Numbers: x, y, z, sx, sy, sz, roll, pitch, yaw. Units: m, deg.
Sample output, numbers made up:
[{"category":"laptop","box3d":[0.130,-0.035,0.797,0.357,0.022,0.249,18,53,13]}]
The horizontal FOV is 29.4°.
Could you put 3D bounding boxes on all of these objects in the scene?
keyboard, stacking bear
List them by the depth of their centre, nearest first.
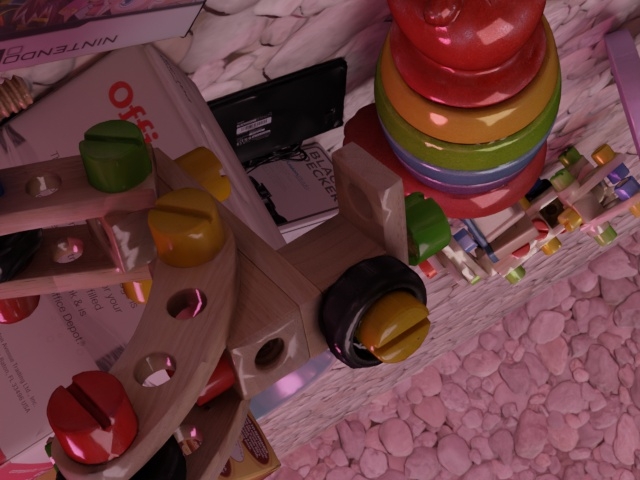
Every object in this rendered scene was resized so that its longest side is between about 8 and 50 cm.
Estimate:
[{"category":"stacking bear","box3d":[0.113,-0.144,0.965,0.175,0.164,0.289,-40,160,-11]},{"category":"keyboard","box3d":[-0.066,-0.097,1.034,0.192,0.038,0.100,-22,140,-26]}]

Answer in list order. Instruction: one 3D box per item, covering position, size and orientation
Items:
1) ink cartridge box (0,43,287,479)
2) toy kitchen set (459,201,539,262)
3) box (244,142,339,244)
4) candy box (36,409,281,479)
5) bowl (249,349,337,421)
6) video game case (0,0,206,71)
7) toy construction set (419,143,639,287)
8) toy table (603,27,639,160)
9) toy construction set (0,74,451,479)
[{"category":"ink cartridge box","box3d":[-0.174,0.027,0.858,0.283,0.207,0.117,-32,166,9]},{"category":"toy kitchen set","box3d":[0.147,-0.071,1.448,0.122,0.166,0.207,-33,129,9]},{"category":"box","box3d":[-0.109,0.020,1.138,0.290,0.087,0.169,-17,148,-41]},{"category":"candy box","box3d":[-0.191,0.245,1.147,0.183,0.087,0.316,-36,164,20]},{"category":"bowl","box3d":[-0.151,0.129,1.333,0.312,0.163,0.311,-28,166,-8]},{"category":"video game case","box3d":[-0.129,-0.176,0.615,0.248,0.035,0.275,-19,162,-36]},{"category":"toy construction set","box3d":[0.298,-0.017,1.736,0.328,0.151,0.215,-24,-169,8]},{"category":"toy table","box3d":[0.419,-0.163,1.356,0.161,0.252,0.274,-17,-179,13]},{"category":"toy construction set","box3d":[-0.077,-0.019,0.630,0.237,0.308,0.257,-29,-158,-14]}]
